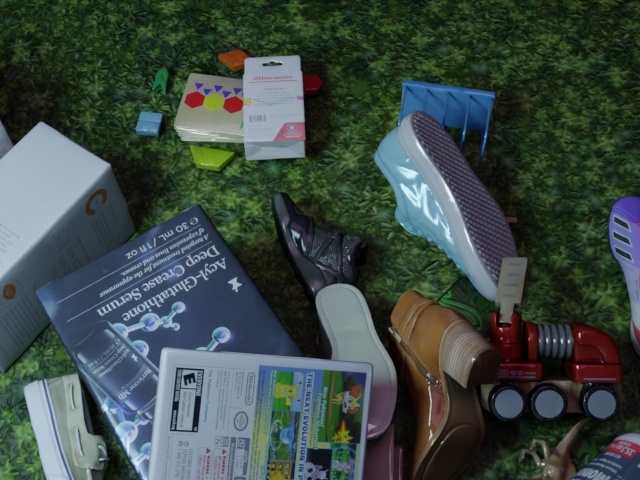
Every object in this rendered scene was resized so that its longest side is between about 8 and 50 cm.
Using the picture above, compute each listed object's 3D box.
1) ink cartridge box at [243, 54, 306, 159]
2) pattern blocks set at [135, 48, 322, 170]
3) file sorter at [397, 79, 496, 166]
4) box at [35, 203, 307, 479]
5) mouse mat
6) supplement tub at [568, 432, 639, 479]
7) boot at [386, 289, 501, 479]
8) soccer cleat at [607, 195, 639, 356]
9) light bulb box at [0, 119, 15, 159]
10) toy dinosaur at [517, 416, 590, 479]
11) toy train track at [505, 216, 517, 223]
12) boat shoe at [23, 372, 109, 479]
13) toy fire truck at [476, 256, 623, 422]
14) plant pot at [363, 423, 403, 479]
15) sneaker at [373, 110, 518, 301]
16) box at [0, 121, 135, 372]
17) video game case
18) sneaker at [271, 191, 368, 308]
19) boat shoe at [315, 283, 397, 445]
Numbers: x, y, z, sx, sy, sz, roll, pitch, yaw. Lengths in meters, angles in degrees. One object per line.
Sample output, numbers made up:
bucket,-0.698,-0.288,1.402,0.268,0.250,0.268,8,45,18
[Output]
ink cartridge box,-0.087,-0.253,1.750,0.115,0.067,0.198,-2,62,0
pattern blocks set,-0.183,-0.256,1.808,0.325,0.026,0.285,16,62,10
file sorter,0.229,-0.213,1.725,0.170,0.118,0.104,9,65,6
box,-0.210,0.197,1.445,0.293,0.212,0.395,-30,65,-16
mouse mat,0.268,0.163,1.571,0.189,0.007,0.152,39,68,21
supplement tub,0.411,0.423,1.312,0.272,0.191,0.191,-35,65,-17
boot,0.160,0.234,1.462,0.109,0.283,0.220,0,22,-31
soccer cleat,0.563,0.046,1.567,0.108,0.116,0.318,0,61,1
light bulb box,-0.705,-0.090,1.534,0.225,0.361,0.358,31,65,19
toy dinosaur,0.363,0.348,1.448,0.092,0.053,0.183,24,70,-3
toy train track,0.315,-0.034,1.679,0.083,0.014,0.048,-1,53,-6
boat shoe,-0.379,0.332,1.433,0.094,0.109,0.302,-22,59,-13
toy fire truck,0.356,0.152,1.471,0.217,0.158,0.246,0,91,2
plant pot,0.072,0.350,1.416,0.096,0.109,0.109,-3,60,11
sneaker,0.219,-0.042,1.640,0.135,0.150,0.366,-16,75,-45
box,-0.502,0.011,1.555,0.168,0.215,0.345,31,65,18
video game case,-0.085,0.321,1.265,0.300,0.036,0.329,7,87,-17
sneaker,0.000,0.000,1.627,0.130,0.087,0.227,-24,66,-14
boat shoe,0.053,0.203,1.458,0.109,0.091,0.305,-7,43,-6
